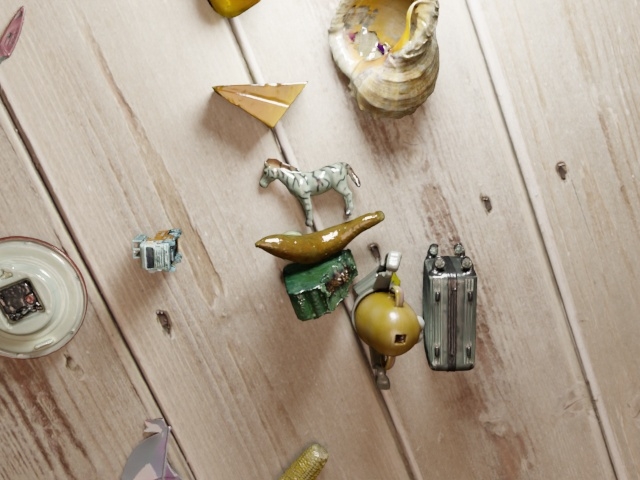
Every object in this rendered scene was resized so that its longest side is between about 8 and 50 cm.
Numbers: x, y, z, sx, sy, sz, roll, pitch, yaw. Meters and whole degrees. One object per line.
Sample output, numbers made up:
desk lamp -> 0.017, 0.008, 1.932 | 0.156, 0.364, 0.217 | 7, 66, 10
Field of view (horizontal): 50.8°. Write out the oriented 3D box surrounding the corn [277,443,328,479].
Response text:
corn -> -0.086, 0.692, 1.889 | 0.086, 0.086, 0.288 | 37, 95, -13

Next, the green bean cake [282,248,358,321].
green bean cake -> 0.010, 0.113, 1.710 | 0.193, 0.208, 0.107 | -15, 107, -1

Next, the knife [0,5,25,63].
knife -> -0.751, -0.439, 1.591 | 0.035, 0.018, 0.247 | 30, 96, -9

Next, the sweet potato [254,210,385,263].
sweet potato -> 0.003, 0.003, 1.712 | 0.346, 0.108, 0.079 | -16, 62, -15

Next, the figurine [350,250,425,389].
figurine -> 0.164, 0.196, 1.706 | 0.167, 0.285, 0.343 | -18, 102, -1

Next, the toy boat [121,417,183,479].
toy boat -> -0.483, 0.655, 1.841 | 0.219, 0.072, 0.318 | -14, 100, -7

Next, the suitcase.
suitcase -> 0.333, 0.176, 1.767 | 0.128, 0.202, 0.312 | -1, 103, 4

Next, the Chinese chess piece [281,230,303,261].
Chinese chess piece -> -0.075, 0.016, 1.765 | 0.084, 0.034, 0.084 | -2, 103, -8

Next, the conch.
conch -> 0.173, -0.471, 1.599 | 0.297, 0.210, 0.352 | 40, 128, 6

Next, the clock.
clock -> -0.747, 0.146, 1.688 | 0.318, 0.080, 0.319 | -2, 103, -6

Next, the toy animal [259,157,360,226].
toy animal -> -0.027, -0.118, 1.717 | 0.254, 0.090, 0.170 | 2, 99, -10

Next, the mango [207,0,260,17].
mango -> -0.186, -0.634, 1.561 | 0.166, 0.136, 0.236 | 25, 103, 3

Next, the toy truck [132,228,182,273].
toy truck -> -0.403, 0.024, 1.653 | 0.115, 0.178, 0.080 | -1, 102, -5

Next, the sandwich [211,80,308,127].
sandwich -> -0.148, -0.372, 1.630 | 0.187, 0.117, 0.144 | 31, 94, -11
